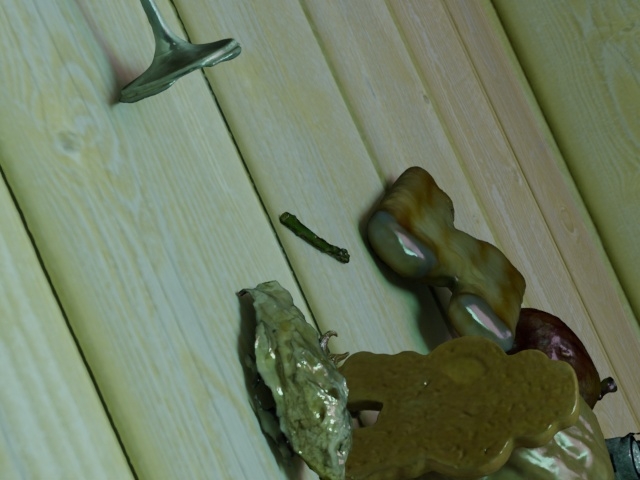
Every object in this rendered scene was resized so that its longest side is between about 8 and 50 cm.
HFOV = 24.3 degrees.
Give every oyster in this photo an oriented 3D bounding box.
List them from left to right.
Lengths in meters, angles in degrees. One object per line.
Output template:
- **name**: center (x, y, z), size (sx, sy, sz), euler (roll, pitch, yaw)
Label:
- **oyster**: center (-0.015, 0.115, 1.314), size (0.133, 0.072, 0.209), euler (58, 17, -29)

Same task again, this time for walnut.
- **walnut**: center (0.165, 0.221, 1.441), size (0.228, 0.228, 0.228), euler (54, 21, -31)

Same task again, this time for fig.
- **fig**: center (0.321, 0.189, 2.015), size (0.274, 0.145, 0.170), euler (19, 47, -46)

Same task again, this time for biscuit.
- **biscuit**: center (0.162, 0.023, 1.883), size (0.237, 0.062, 0.291), euler (46, 20, -5)
- **biscuit**: center (0.117, 0.152, 1.352), size (0.040, 0.236, 0.144), euler (68, 18, -56)

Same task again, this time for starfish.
- **starfish**: center (0.017, 0.130, 1.449), size (0.091, 0.028, 0.078), euler (-78, 145, -67)

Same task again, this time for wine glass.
- **wine glass**: center (-0.165, -0.244, 1.265), size (0.232, 0.156, 0.156), euler (65, 17, -14)

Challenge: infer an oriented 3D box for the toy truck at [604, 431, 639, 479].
- **toy truck**: center (0.300, 0.319, 1.779), size (0.363, 0.176, 0.178), euler (37, 44, -58)

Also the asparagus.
- **asparagus**: center (0.000, 0.000, 1.597), size (0.016, 0.016, 0.163), euler (53, 11, 31)
